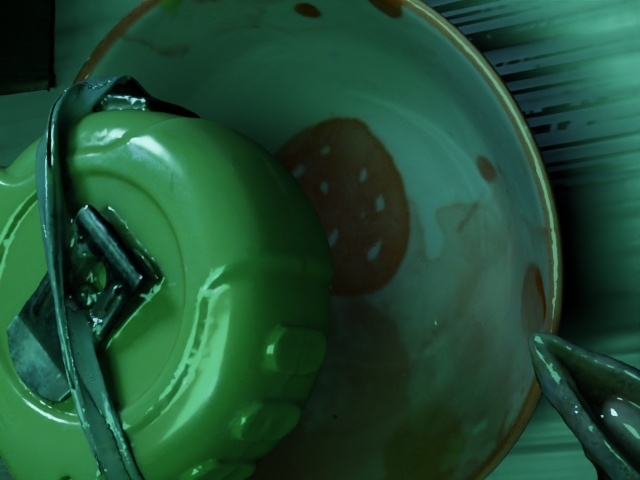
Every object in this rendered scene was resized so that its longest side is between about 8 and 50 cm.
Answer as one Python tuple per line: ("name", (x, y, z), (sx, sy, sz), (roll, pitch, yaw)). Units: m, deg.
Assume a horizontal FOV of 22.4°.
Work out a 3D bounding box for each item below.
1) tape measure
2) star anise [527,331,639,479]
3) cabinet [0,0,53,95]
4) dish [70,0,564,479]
("tape measure", (-0.083, 0.027, 0.673), (0.175, 0.106, 0.200), (-42, 61, 20))
("star anise", (0.150, 0.121, 0.658), (0.197, 0.073, 0.212), (-10, 96, -13))
("cabinet", (-0.251, -0.156, 0.769), (0.148, 0.215, 0.175), (8, 103, 26))
("dish", (0.000, 0.000, 0.744), (0.260, 0.085, 0.260), (6, 104, 25))
